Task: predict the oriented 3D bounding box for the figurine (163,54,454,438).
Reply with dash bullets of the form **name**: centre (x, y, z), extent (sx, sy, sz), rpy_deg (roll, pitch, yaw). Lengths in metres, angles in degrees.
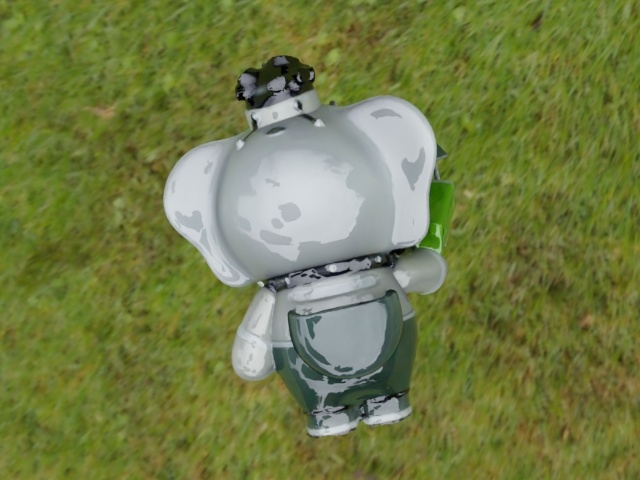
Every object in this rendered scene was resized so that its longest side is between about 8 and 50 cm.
- **figurine**: centre (0.000, 0.000, 0.653), extent (0.147, 0.126, 0.193), rpy_deg (-12, 97, 6)
